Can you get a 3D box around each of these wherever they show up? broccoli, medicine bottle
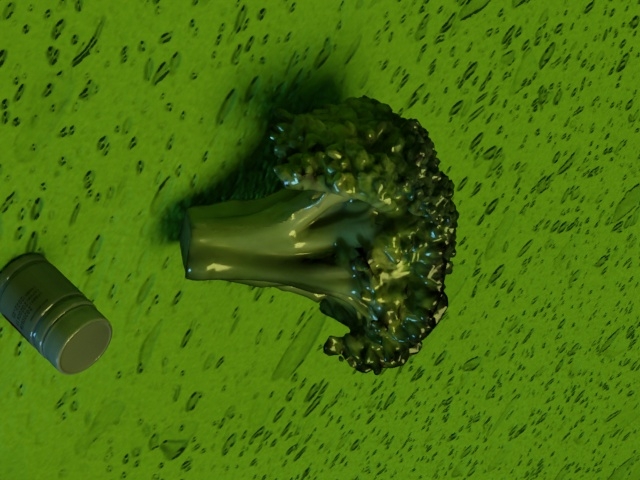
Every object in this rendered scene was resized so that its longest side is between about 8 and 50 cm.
[{"bbox_3d":[0.000,0.000,1.680,0.243,0.247,0.263,-6,-179,-10],"label":"broccoli"},{"bbox_3d":[-0.216,0.059,1.556,0.058,0.091,0.058,-34,148,-25],"label":"medicine bottle"}]
